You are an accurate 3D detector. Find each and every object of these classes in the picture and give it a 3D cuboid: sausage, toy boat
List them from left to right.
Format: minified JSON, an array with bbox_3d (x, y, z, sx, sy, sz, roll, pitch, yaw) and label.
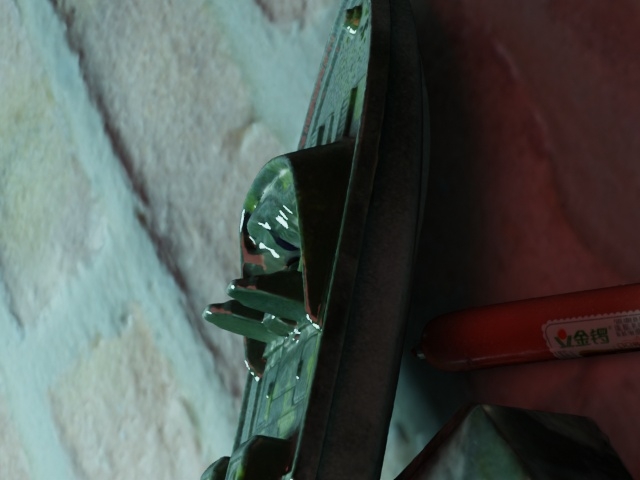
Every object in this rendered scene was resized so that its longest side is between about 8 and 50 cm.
[{"bbox_3d":[0.000,0.000,0.832,0.141,0.092,0.319,136,148,-66],"label":"toy boat"},{"bbox_3d":[0.141,0.035,0.754,0.253,0.034,0.034,-12,74,42],"label":"sausage"}]

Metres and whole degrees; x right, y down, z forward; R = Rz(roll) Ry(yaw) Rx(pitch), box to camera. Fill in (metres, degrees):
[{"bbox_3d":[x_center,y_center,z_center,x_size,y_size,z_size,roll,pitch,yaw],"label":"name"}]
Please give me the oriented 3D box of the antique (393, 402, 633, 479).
[{"bbox_3d":[0.107,0.157,0.725,0.088,0.086,0.183,-51,51,23],"label":"antique"}]
